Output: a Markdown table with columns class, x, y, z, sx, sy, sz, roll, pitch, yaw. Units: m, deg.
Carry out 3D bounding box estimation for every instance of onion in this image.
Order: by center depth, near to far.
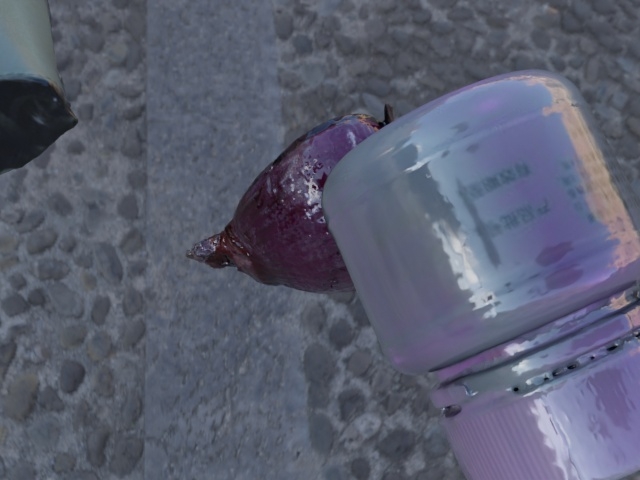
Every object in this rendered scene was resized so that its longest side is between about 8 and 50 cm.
| class | x | y | z | sx | sy | sz | roll | pitch | yaw |
| --- | --- | --- | --- | --- | --- | --- | --- | --- | --- |
| onion | 0.000 | 0.000 | 1.145 | 0.349 | 0.267 | 0.159 | -32 | 58 | 13 |

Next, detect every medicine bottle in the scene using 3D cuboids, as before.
| class | x | y | z | sx | sy | sz | roll | pitch | yaw |
| --- | --- | --- | --- | --- | --- | --- | --- | --- | --- |
| medicine bottle | 0.170 | 0.044 | 0.765 | 0.256 | 0.256 | 0.324 | -22 | 81 | -21 |

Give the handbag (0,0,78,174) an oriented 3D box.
| class | x | y | z | sx | sy | sz | roll | pitch | yaw |
| --- | --- | --- | --- | --- | --- | --- | --- | --- | --- |
| handbag | -0.221 | -0.077 | 0.330 | 0.241 | 0.109 | 0.315 | -10 | 38 | -11 |
